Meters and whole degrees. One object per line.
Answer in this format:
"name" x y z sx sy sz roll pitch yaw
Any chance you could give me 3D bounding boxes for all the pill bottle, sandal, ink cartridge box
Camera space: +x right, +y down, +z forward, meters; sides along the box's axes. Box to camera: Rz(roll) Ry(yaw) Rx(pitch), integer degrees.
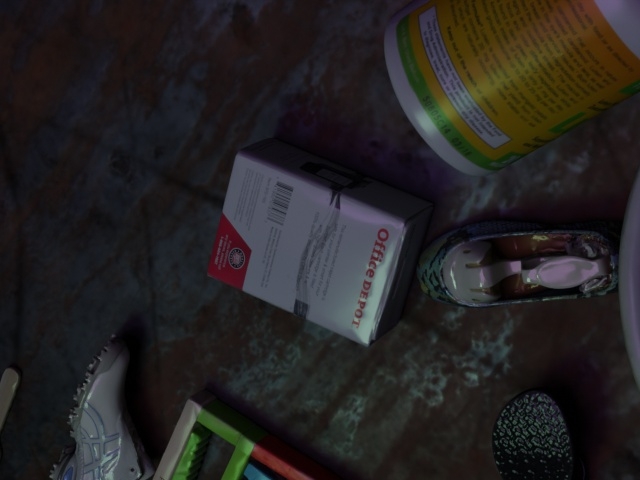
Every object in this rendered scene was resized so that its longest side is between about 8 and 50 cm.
"pill bottle" 0.177 -0.155 1.357 0.246 0.136 0.136 -30 89 30
"sandal" 0.176 0.186 1.512 0.067 0.040 0.179 3 119 31
"ink cartridge box" 0.000 0.000 1.529 0.150 0.063 0.109 23 112 19

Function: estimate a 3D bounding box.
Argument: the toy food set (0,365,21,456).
"toy food set" -0.362 0.125 1.756 0.192 0.038 0.132 28 114 17

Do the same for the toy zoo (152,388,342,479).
"toy zoo" -0.019 0.278 1.632 0.293 0.030 0.192 31 115 16

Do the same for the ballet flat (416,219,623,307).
"ballet flat" 0.147 0.018 1.461 0.188 0.070 0.070 -10 99 28

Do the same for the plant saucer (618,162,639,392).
"plant saucer" 0.388 0.027 1.273 0.400 0.100 0.400 0 88 1

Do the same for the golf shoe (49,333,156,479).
"golf shoe" -0.174 0.165 1.668 0.086 0.069 0.176 18 112 2
